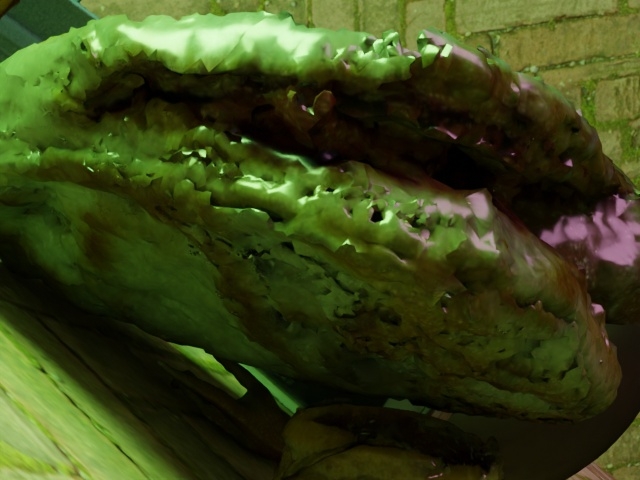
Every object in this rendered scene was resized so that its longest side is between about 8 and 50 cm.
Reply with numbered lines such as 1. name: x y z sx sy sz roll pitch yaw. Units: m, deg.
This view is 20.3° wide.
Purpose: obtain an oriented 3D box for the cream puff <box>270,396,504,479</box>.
1. cream puff: 0.036 0.143 1.017 0.133 0.104 0.119 18 -14 -17

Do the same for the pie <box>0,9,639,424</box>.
1. pie: -0.026 -0.004 1.052 0.418 0.181 0.395 1 -16 36

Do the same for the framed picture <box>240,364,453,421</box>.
1. framed picture: 0.022 0.033 1.288 0.231 0.293 0.018 39 41 11

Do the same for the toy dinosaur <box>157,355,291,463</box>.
1. toy dinosaur: -0.039 0.118 1.130 0.126 0.039 0.162 41 5 8

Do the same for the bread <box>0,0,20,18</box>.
1. bread: -0.288 -0.208 1.107 0.246 0.239 0.111 35 11 -32

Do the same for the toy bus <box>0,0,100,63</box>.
1. toy bus: -0.331 -0.238 1.393 0.312 0.152 0.190 35 23 -55

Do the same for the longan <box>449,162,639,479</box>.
1. longan: 0.124 0.049 1.559 0.361 0.361 0.361 39 3 -3
